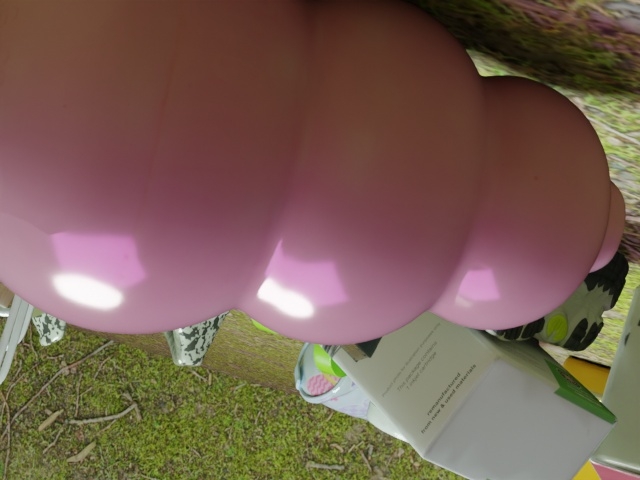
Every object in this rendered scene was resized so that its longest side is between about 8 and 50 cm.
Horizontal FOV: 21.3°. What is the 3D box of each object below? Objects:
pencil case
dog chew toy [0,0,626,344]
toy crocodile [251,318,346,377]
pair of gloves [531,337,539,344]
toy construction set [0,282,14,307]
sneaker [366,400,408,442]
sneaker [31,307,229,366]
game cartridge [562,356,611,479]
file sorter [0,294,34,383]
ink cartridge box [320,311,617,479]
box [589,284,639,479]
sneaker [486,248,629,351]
[{"bbox_3d":[0.096,0.198,2.250,0.273,0.113,0.124,26,146,-35],"label":"pencil case"},{"bbox_3d":[-0.009,-0.040,0.844,0.332,0.206,0.206,12,172,-13],"label":"dog chew toy"},{"bbox_3d":[0.028,0.079,1.780,0.115,0.105,0.340,13,165,34],"label":"toy crocodile"},{"bbox_3d":[0.206,0.095,1.758,0.074,0.010,0.083,21,171,-19],"label":"pair of gloves"},{"bbox_3d":[-0.213,-0.081,1.037,0.215,0.151,0.328,2,-158,-46],"label":"toy construction set"},{"bbox_3d":[0.144,0.115,1.689,0.126,0.127,0.321,20,-170,14],"label":"sneaker"},{"bbox_3d":[-0.246,-0.001,1.545,0.410,0.182,0.158,21,171,-10],"label":"sneaker"},{"bbox_3d":[0.424,0.251,1.898,0.324,0.052,0.285,14,152,16],"label":"game cartridge"},{"bbox_3d":[-0.290,-0.007,1.264,0.193,0.173,0.277,19,-158,-6],"label":"file sorter"},{"bbox_3d":[0.085,0.080,1.239,0.160,0.092,0.219,29,-169,-44],"label":"ink cartridge box"},{"bbox_3d":[0.305,0.142,1.404,0.127,0.148,0.232,15,171,16],"label":"box"},{"bbox_3d":[0.122,0.013,1.181,0.110,0.107,0.275,24,174,28],"label":"sneaker"}]
